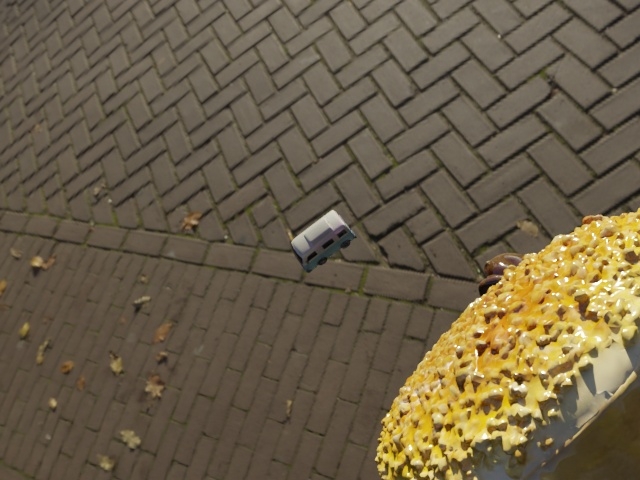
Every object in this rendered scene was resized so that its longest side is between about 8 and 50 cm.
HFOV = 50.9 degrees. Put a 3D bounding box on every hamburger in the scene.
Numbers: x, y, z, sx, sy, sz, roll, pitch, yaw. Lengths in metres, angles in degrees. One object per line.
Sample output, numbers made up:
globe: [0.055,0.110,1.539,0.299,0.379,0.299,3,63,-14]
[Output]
hamburger: [0.171,0.107,0.487,0.170,0.302,0.302,39,84,10]

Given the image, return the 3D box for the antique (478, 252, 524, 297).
antique: [0.559,0.101,1.775,0.257,0.121,0.143,0,39,28]

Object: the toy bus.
toy bus: [0.000,0.000,1.320,0.123,0.075,0.060,-37,59,2]
